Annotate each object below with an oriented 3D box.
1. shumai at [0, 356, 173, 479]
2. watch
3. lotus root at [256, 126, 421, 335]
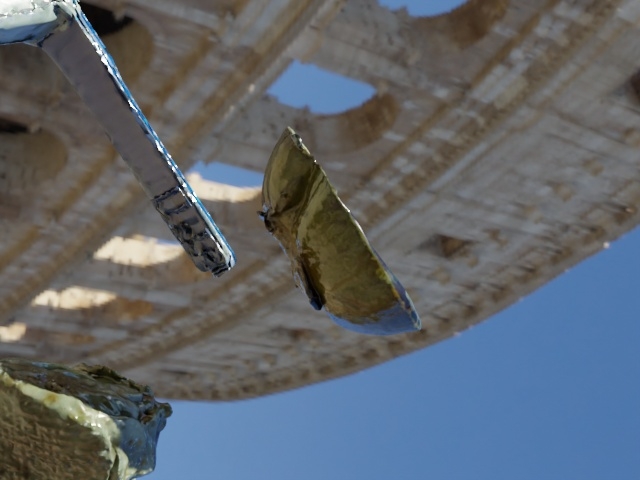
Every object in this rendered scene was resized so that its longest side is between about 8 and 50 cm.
[{"bbox_3d":[-0.227,0.154,0.990,0.184,0.184,0.142,-47,-167,35],"label":"shumai"},{"bbox_3d":[-0.212,-0.034,0.722,0.068,0.276,0.275,-22,-78,40],"label":"watch"},{"bbox_3d":[0.002,0.003,0.942,0.078,0.204,0.183,-33,-164,0],"label":"lotus root"}]
